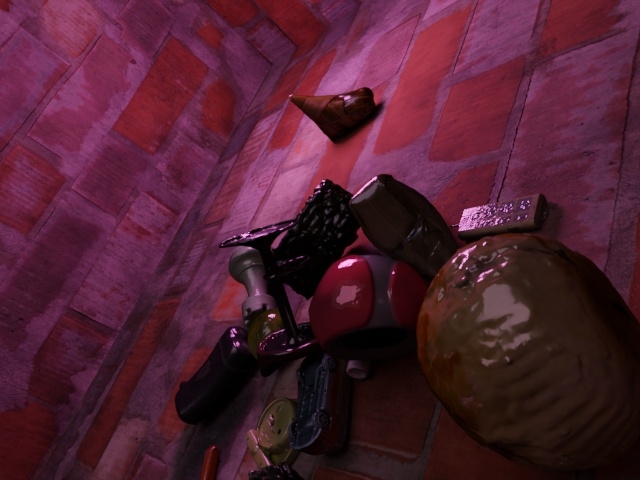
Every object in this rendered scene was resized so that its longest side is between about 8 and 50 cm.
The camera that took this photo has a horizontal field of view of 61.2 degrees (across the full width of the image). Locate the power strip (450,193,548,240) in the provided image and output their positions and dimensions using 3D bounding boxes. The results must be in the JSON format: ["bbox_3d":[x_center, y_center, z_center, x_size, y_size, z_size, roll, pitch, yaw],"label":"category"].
[{"bbox_3d":[0.431,-0.053,1.344,0.268,0.034,0.092,-11,48,51],"label":"power strip"}]

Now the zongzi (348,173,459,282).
[{"bbox_3d":[0.277,-0.001,1.433,0.174,0.393,0.356,-50,-11,14],"label":"zongzi"}]

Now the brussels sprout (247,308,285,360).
[{"bbox_3d":[-0.152,0.301,1.691,0.162,0.143,0.180,-33,51,-5],"label":"brussels sprout"}]

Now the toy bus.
[{"bbox_3d":[0.006,0.407,1.349,0.121,0.120,0.265,-33,31,34],"label":"toy bus"}]

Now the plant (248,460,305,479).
[{"bbox_3d":[-0.099,0.585,1.223,0.129,0.194,0.132,-42,30,9],"label":"plant"}]

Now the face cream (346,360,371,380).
[{"bbox_3d":[0.119,0.253,1.440,0.092,0.058,0.243,-34,27,42],"label":"face cream"}]

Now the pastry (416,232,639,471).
[{"bbox_3d":[0.326,0.177,0.875,0.313,0.389,0.388,-43,28,32],"label":"pastry"}]

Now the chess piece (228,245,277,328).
[{"bbox_3d":[-0.227,0.168,1.932,0.195,0.195,0.299,-39,40,24],"label":"chess piece"}]

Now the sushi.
[{"bbox_3d":[0.000,0.000,1.669,0.351,0.178,0.294,-57,-7,4],"label":"sushi"}]

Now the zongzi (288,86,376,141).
[{"bbox_3d":[0.051,-0.574,2.245,0.286,0.288,0.134,-29,42,37],"label":"zongzi"}]

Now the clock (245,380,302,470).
[{"bbox_3d":[-0.097,0.494,1.458,0.231,0.069,0.170,-54,28,-4],"label":"clock"}]

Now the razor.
[{"bbox_3d":[-0.353,0.457,1.835,0.349,0.114,0.204,-50,27,8],"label":"razor"}]

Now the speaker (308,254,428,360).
[{"bbox_3d":[0.127,0.167,1.276,0.294,0.294,0.294,-36,32,27],"label":"speaker"}]

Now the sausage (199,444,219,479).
[{"bbox_3d":[-0.333,0.679,1.623,0.039,0.041,0.131,-39,30,33],"label":"sausage"}]

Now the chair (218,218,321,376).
[{"bbox_3d":[-0.104,0.163,1.448,0.227,0.400,0.226,-16,9,3],"label":"chair"}]
